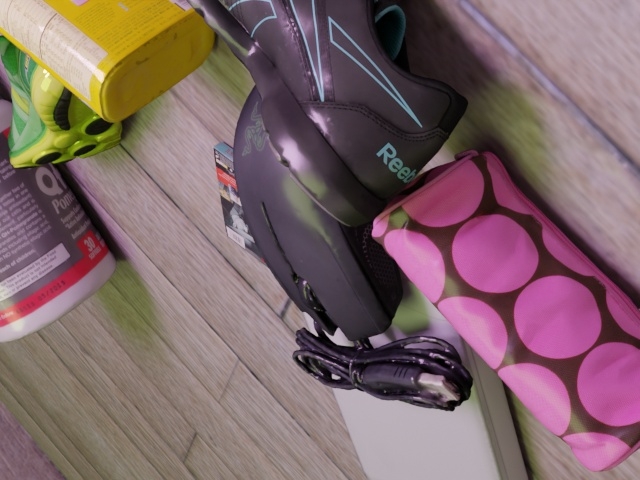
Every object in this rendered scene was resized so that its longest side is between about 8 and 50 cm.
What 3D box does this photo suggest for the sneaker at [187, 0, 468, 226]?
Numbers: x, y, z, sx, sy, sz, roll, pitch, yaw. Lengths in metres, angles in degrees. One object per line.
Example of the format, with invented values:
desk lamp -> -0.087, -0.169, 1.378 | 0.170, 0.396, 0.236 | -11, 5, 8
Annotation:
sneaker -> -0.007, -0.135, 0.689 | 0.267, 0.106, 0.101 | 58, -163, 24

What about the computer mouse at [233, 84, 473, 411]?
computer mouse -> 0.000, 0.000, 0.788 | 0.188, 0.072, 0.272 | 4, 114, 53

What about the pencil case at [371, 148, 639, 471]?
pencil case -> 0.131, 0.034, 0.674 | 0.209, 0.098, 0.095 | 46, -162, 10

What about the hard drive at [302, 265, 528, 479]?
hard drive -> 0.075, 0.123, 0.927 | 0.203, 0.040, 0.307 | 22, 140, 46

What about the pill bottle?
pill bottle -> -0.393, -0.054, 1.292 | 0.176, 0.176, 0.318 | -3, 122, 59

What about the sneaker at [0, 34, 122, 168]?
sneaker -> -0.245, -0.149, 1.050 | 0.295, 0.109, 0.123 | -35, 71, 65

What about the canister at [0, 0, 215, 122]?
canister -> -0.180, -0.179, 0.856 | 0.170, 0.126, 0.073 | 39, 151, 20

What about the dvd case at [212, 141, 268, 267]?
dvd case -> -0.057, -0.023, 0.982 | 0.087, 0.013, 0.119 | 36, 148, 29
